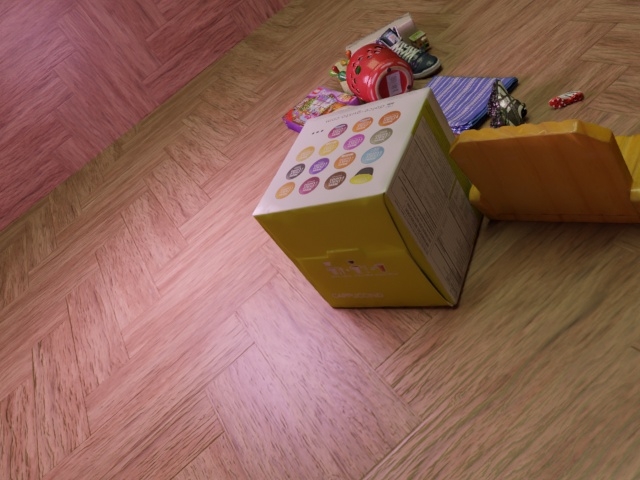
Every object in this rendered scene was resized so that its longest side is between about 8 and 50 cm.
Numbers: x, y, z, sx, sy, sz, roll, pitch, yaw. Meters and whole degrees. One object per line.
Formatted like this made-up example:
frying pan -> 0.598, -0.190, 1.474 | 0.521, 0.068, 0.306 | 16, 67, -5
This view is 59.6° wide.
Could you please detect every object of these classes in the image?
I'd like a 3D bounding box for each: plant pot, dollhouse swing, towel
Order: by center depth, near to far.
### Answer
dollhouse swing -> 0.480, -0.199, 1.125 | 0.347, 0.305, 0.315 | 4, 51, 44
towel -> 0.396, -0.424, 1.693 | 0.243, 0.040, 0.336 | -46, 35, -15
plant pot -> 0.201, -0.543, 1.872 | 0.191, 0.191, 0.174 | -35, 39, 2

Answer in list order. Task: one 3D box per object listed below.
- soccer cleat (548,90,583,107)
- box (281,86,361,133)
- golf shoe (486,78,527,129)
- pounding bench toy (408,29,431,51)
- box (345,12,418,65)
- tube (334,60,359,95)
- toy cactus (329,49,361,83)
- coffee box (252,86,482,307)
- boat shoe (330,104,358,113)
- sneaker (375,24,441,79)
soccer cleat -> 0.629, -0.364, 1.433 | 0.083, 0.029, 0.035 | -14, 31, 24
box -> 0.000, -0.472, 2.071 | 0.201, 0.057, 0.293 | -41, 35, -9
golf shoe -> 0.499, -0.352, 1.492 | 0.094, 0.077, 0.198 | 4, 56, 2
pounding bench toy -> 0.369, -0.715, 2.033 | 0.052, 0.065, 0.083 | -33, 35, 3
box -> 0.241, -0.748, 2.144 | 0.275, 0.113, 0.094 | -23, 35, 16
tube -> 0.108, -0.617, 2.157 | 0.070, 0.062, 0.240 | -59, 31, 27
toy cactus -> 0.136, -0.601, 2.018 | 0.219, 0.112, 0.180 | 12, 40, 4
coffee box -> 0.124, -0.076, 1.251 | 0.338, 0.338, 0.334 | -7, 44, 38
boat shoe -> 0.122, -0.363, 1.801 | 0.302, 0.109, 0.098 | 10, 54, 40
sneaker -> 0.296, -0.662, 1.956 | 0.099, 0.153, 0.282 | -42, 35, -8
